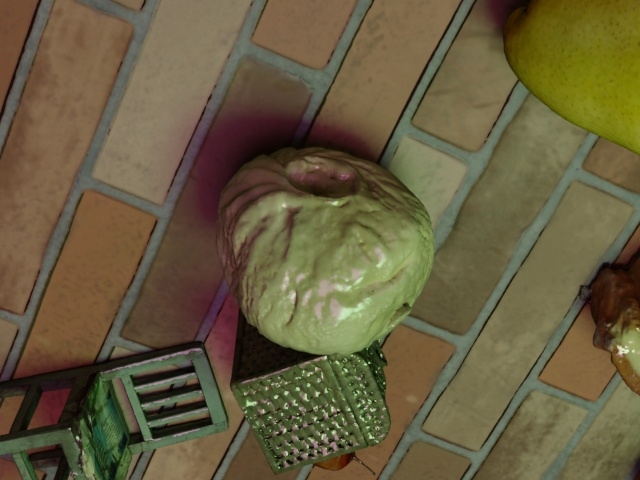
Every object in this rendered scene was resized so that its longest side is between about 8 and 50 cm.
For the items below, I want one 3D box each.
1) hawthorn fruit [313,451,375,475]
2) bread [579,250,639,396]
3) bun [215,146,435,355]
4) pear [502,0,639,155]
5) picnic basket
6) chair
[{"bbox_3d":[0.026,0.261,1.311,0.103,0.067,0.067,23,114,2],"label":"hawthorn fruit"},{"bbox_3d":[0.432,0.099,1.219,0.244,0.123,0.190,4,118,-3],"label":"bread"},{"bbox_3d":[0.000,0.000,1.080,0.244,0.244,0.153,-3,141,0],"label":"bun"},{"bbox_3d":[0.347,-0.203,0.984,0.336,0.285,0.285,-14,116,7],"label":"pear"},{"bbox_3d":[-0.002,0.139,1.184,0.154,0.196,0.134,-20,113,9],"label":"picnic basket"},{"bbox_3d":[-0.258,0.236,1.251,0.270,0.147,0.136,-11,116,5],"label":"chair"}]
